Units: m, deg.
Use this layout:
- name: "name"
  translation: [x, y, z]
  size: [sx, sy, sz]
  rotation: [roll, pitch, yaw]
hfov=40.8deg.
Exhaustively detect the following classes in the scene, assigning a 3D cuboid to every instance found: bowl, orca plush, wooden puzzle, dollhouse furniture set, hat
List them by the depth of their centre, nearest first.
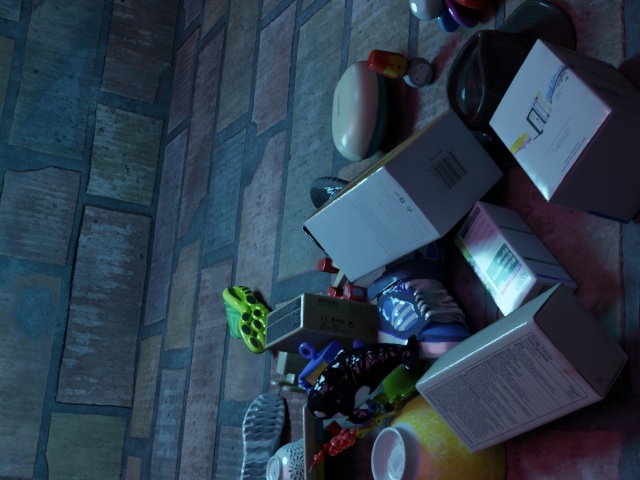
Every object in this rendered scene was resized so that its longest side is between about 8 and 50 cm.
- name: "bowl"
  translation: [0.188, 0.406, 1.576]
  size: [0.289, 0.156, 0.290]
  rotation: [-35, 50, 55]
- name: "orca plush"
  translation: [0.057, 0.265, 1.613]
  size: [0.287, 0.102, 0.151]
  rotation: [-22, 66, 43]
- name: "hat"
  translation: [0.320, -0.305, 1.622]
  size: [0.331, 0.133, 0.332]
  rotation: [-36, 48, 55]
- name: "wooden puzzle"
  translation: [-0.010, 0.502, 1.960]
  size: [0.239, 0.044, 0.221]
  rotation: [84, -176, -65]
- name: "dollhouse furniture set"
  translation: [-0.060, 0.266, 2.116]
  size: [0.242, 0.160, 0.212]
  rotation: [3, 83, 64]
- name: "bowl"
  translation: [-0.083, 0.576, 2.133]
  size: [0.170, 0.080, 0.170]
  rotation: [-32, 53, 56]

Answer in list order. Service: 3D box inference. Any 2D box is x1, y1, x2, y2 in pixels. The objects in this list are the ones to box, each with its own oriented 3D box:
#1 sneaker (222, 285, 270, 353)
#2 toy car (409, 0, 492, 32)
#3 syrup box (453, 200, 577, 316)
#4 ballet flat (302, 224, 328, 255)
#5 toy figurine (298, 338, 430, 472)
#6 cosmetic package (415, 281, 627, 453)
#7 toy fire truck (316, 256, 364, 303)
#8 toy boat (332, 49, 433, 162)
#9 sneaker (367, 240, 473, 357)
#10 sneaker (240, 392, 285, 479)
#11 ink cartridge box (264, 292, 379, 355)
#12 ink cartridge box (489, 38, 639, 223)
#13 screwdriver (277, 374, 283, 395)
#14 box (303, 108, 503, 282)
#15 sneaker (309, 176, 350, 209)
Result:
- name: "sneaker"
  translation: [-0.204, 0.244, 2.511]
  size: [0.295, 0.109, 0.124]
  rotation: [-126, 30, -54]
- name: "toy car"
  translation: [0.289, -0.508, 1.783]
  size: [0.136, 0.159, 0.182]
  rotation: [54, 138, 8]
- name: "syrup box"
  translation: [0.334, 0.039, 1.496]
  size: [0.093, 0.096, 0.237]
  rotation: [-64, 29, 27]
- name: "ballet flat"
  translation: [0.000, 0.000, 2.229]
  size: [0.173, 0.049, 0.058]
  rotation: [38, 115, 61]
- name: "toy figurine"
  translation: [0.034, 0.294, 1.778]
  size: [0.217, 0.191, 0.362]
  rotation: [48, 137, 5]
- name: "cosmetic package"
  translation: [0.311, 0.212, 1.376]
  size: [0.160, 0.113, 0.309]
  rotation: [50, 139, 1]
- name: "toy fire truck"
  translation: [0.049, 0.107, 2.093]
  size: [0.192, 0.047, 0.135]
  rotation: [-10, 70, 61]
- name: "toy boat"
  translation: [0.135, -0.329, 2.017]
  size: [0.318, 0.148, 0.268]
  rotation: [130, 148, -56]
- name: "sneaker"
  translation: [0.208, 0.103, 1.681]
  size: [0.322, 0.130, 0.237]
  rotation: [-178, 95, -69]
- name: "sneaker"
  translation: [-0.159, 0.542, 2.269]
  size: [0.115, 0.105, 0.281]
  rotation: [91, -170, -63]
- name: "ink cartridge box"
  translation: [0.020, 0.196, 1.903]
  size: [0.193, 0.234, 0.088]
  rotation: [-33, 51, 55]
- name: "ink cartridge box"
  translation: [0.410, -0.172, 1.343]
  size: [0.168, 0.171, 0.233]
  rotation: [-62, 30, 30]
- name: "screwdriver"
  translation: [-0.097, 0.351, 2.329]
  size: [0.024, 0.025, 0.170]
  rotation: [-145, 60, -61]
- name: "box"
  translation: [0.154, -0.080, 1.701]
  size: [0.215, 0.168, 0.345]
  rotation: [-42, 5, -31]
- name: "sneaker"
  translation: [0.065, -0.078, 2.049]
  size: [0.340, 0.125, 0.140]
  rotation: [2, 83, 64]
